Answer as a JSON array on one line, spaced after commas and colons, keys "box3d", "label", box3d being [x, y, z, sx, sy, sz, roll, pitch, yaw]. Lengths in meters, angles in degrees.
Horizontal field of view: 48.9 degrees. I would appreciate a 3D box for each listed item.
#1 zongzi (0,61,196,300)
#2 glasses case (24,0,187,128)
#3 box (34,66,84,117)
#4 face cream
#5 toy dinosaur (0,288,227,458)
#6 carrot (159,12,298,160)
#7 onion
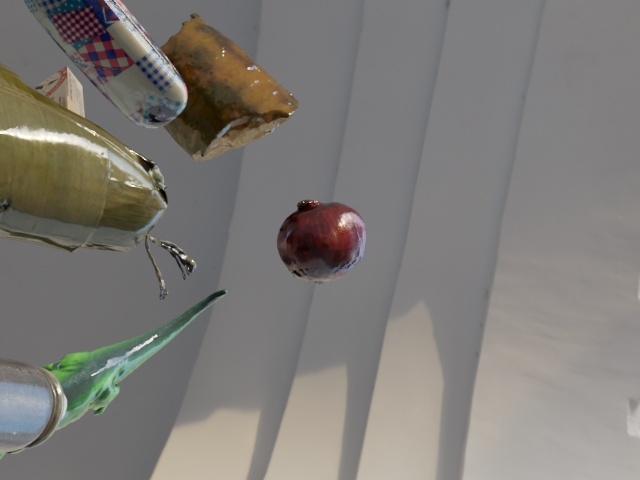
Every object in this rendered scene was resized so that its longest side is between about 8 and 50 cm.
[{"box3d": [-0.370, -0.143, 1.005, 0.447, 0.418, 0.181, 15, -49, -39], "label": "zongzi"}, {"box3d": [-0.358, -0.330, 1.185, 0.125, 0.076, 0.327, -28, -61, 22], "label": "glasses case"}, {"box3d": [-0.580, -0.212, 1.423, 0.214, 0.353, 0.069, -31, -52, 3], "label": "box"}, {"box3d": [-0.271, 0.110, 0.487, 0.073, 0.283, 0.073, -4, -106, 14], "label": "face cream"}, {"box3d": [-0.397, 0.222, 1.231, 0.500, 0.374, 0.144, -37, -91, -2], "label": "toy dinosaur"}, {"box3d": [-0.217, -0.290, 1.472, 0.340, 0.241, 0.241, 45, -67, 11], "label": "carrot"}, {"box3d": [0.000, 0.000, 0.993, 0.131, 0.131, 0.131, 4, -70, 11], "label": "onion"}]
